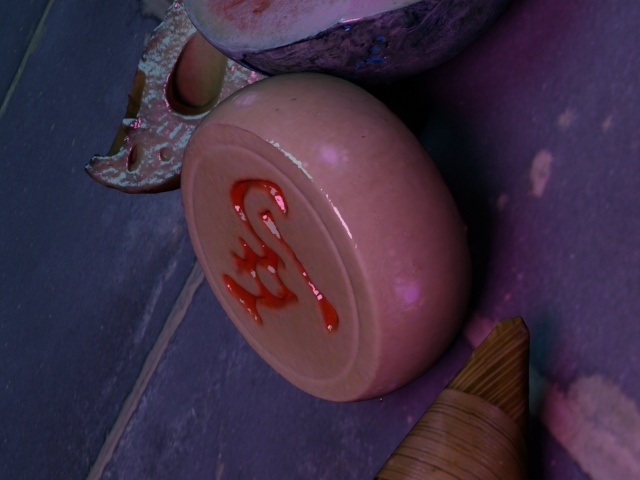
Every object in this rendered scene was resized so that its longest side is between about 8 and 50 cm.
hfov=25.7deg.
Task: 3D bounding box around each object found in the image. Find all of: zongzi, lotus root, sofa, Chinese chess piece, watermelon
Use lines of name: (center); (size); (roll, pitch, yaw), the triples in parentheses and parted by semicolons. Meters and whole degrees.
zongzi: (0.118, 0.224, 0.924); (0.288, 0.134, 0.286); (-57, 40, 9)
lotus root: (-0.104, -0.173, 1.461); (0.314, 0.142, 0.210); (-56, -3, 31)
sofa: (0.023, -0.128, 1.276); (0.060, 0.085, 0.147); (-58, 35, 15)
Chinese chess piece: (0.000, 0.000, 1.104); (0.273, 0.102, 0.273); (37, 144, 33)
watermelon: (0.036, -0.186, 1.163); (0.322, 0.175, 0.188); (1, 62, 42)
